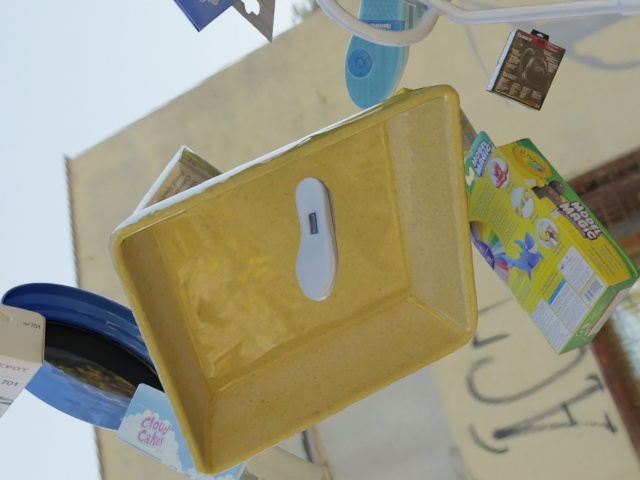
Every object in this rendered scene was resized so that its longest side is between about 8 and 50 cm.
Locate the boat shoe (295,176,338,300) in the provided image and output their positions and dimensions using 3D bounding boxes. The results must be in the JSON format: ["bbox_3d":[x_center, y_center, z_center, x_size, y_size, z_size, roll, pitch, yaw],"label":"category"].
[{"bbox_3d":[0.000,0.000,0.844,0.035,0.035,0.100,18,-117,-64],"label":"boat shoe"}]

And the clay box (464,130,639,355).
[{"bbox_3d":[0.225,-0.005,1.091,0.222,0.053,0.127,58,148,28],"label":"clay box"}]

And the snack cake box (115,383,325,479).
[{"bbox_3d":[-0.142,0.294,1.436,0.152,0.264,0.089,35,-105,-42],"label":"snack cake box"}]

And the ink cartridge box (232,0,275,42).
[{"bbox_3d":[-0.106,-0.402,1.370,0.189,0.066,0.232,26,-108,-69],"label":"ink cartridge box"}]

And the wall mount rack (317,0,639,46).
[{"bbox_3d":[0.146,-0.283,0.895,0.304,0.130,0.350,29,-132,-2],"label":"wall mount rack"}]

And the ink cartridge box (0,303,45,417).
[{"bbox_3d":[-0.466,0.165,1.375,0.140,0.190,0.082,18,-135,-30],"label":"ink cartridge box"}]

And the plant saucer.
[{"bbox_3d":[-0.017,0.032,0.993,0.081,0.333,0.332,49,158,46],"label":"plant saucer"}]

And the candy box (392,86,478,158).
[{"bbox_3d":[0.181,-0.169,1.538,0.105,0.027,0.206,59,-154,14],"label":"candy box"}]

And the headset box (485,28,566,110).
[{"bbox_3d":[0.233,-0.196,1.177,0.062,0.083,0.032,21,-174,-7],"label":"headset box"}]

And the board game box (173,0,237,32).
[{"bbox_3d":[-0.102,-0.365,1.000,0.078,0.233,0.347,52,-178,17],"label":"board game box"}]

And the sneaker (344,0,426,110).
[{"bbox_3d":[0.154,-0.401,2.008,0.208,0.127,0.318,-8,-69,-61],"label":"sneaker"}]

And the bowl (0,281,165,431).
[{"bbox_3d":[-0.402,0.209,1.869,0.391,0.077,0.391,28,-167,-7],"label":"bowl"}]

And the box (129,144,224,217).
[{"bbox_3d":[-0.105,0.020,1.436,0.311,0.148,0.121,34,-172,-12],"label":"box"}]
